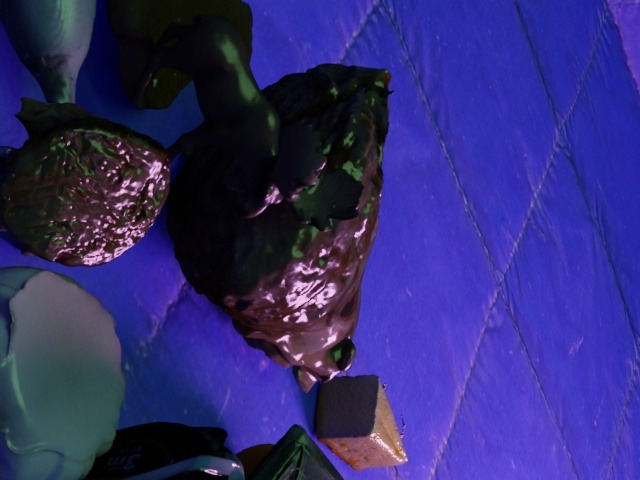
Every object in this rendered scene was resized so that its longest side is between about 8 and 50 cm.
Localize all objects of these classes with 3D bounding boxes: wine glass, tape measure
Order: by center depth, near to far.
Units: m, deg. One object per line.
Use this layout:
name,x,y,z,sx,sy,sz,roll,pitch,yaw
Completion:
tape measure,-0.153,0.226,1.161,0.107,0.182,0.181,66,34,-25
wine glass,-0.143,-0.157,1.241,0.096,0.264,0.309,137,-54,-83

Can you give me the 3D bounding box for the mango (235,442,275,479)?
mango,-0.075,0.263,1.417,0.187,0.066,0.101,-42,129,-49

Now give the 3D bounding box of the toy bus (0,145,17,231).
toy bus,-0.289,-0.041,1.100,0.190,0.075,0.064,11,70,-60

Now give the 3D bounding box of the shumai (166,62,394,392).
shumai,0.002,0.003,1.480,0.283,0.217,0.346,63,30,-28

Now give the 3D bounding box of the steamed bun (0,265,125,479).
steamed bun,-0.234,0.108,1.128,0.183,0.106,0.182,38,46,-55

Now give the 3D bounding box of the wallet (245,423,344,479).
wallet,-0.055,0.311,1.369,0.236,0.055,0.160,-51,128,-27

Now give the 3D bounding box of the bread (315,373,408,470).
bread,0.055,0.210,1.651,0.109,0.084,0.080,45,45,-47

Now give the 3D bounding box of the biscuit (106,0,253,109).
biscuit,-0.136,-0.218,1.424,0.320,0.047,0.183,-10,114,-70

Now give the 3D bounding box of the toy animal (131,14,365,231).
toy animal,-0.068,-0.098,1.279,0.094,0.186,0.214,-41,116,-55

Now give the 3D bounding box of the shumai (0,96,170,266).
shumai,-0.186,-0.046,1.138,0.105,0.139,0.123,-130,-128,-64
